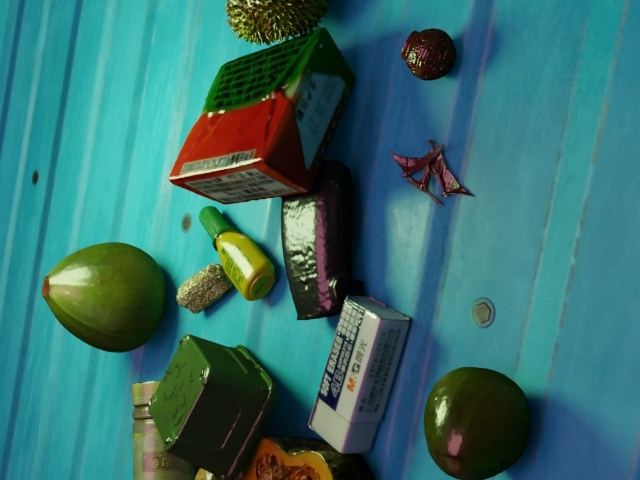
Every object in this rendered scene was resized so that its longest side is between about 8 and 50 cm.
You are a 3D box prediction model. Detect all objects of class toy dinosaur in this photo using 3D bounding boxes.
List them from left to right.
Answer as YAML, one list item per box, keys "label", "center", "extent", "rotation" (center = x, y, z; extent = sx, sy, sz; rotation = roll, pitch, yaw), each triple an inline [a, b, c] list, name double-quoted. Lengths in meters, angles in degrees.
- label: "toy dinosaur"
  center: [0.210, -0.135, 1.652]
  extent: [0.220, 0.032, 0.108]
  rotation: [33, 107, 43]

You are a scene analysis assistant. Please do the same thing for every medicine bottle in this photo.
- label: "medicine bottle"
  center: [-0.388, 0.512, 2.145]
  extent: [0.151, 0.151, 0.322]
  rotation: [-15, 74, 46]
- label: "medicine bottle"
  center: [-0.209, 0.018, 2.065]
  extent: [0.111, 0.076, 0.309]
  rotation: [-57, 48, 18]

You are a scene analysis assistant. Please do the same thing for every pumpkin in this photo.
- label: "pumpkin"
  center: [-0.027, 0.521, 1.752]
  extent: [0.317, 0.139, 0.221]
  rotation: [2, 84, 47]

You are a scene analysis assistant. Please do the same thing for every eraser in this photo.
- label: "eraser"
  center: [0.074, 0.263, 1.710]
  extent: [0.130, 0.086, 0.287]
  rotation: [29, 106, 48]

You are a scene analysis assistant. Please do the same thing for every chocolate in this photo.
- label: "chocolate"
  center: [-0.122, -0.251, 1.864]
  extent: [0.360, 0.161, 0.341]
  rotation: [-5, 56, 48]

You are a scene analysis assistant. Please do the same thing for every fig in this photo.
- label: "fig"
  center: [-0.576, 0.145, 2.281]
  extent: [0.316, 0.316, 0.316]
  rotation: [-8, 79, 47]
- label: "fig"
  center: [0.254, 0.311, 1.445]
  extent: [0.181, 0.191, 0.181]
  rotation: [16, 125, 24]

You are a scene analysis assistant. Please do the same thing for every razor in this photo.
- label: "razor"
  center: [-0.003, 0.001, 1.816]
  extent: [0.189, 0.107, 0.327]
  rotation: [-17, 73, 47]

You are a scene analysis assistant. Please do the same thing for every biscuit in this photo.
- label: "biscuit"
  center: [-0.285, 0.117, 2.140]
  extent: [0.168, 0.082, 0.070]
  rotation: [-36, 34, 40]

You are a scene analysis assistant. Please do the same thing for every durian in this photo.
- label: "durian"
  center: [-0.084, -0.559, 1.888]
  extent: [0.291, 0.225, 0.291]
  rotation: [-13, 75, 60]

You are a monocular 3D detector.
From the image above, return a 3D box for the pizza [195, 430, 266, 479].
- label: "pizza"
  center: [-0.226, 0.514, 2.024]
  extent: [0.297, 0.071, 0.189]
  rotation: [-46, 54, 35]

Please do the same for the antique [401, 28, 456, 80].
- label: "antique"
  center: [0.209, -0.350, 1.633]
  extent: [0.104, 0.104, 0.104]
  rotation: [-8, 79, 47]

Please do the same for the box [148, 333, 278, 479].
- label: "box"
  center: [-0.248, 0.353, 1.907]
  extent: [0.252, 0.178, 0.329]
  rotation: [-62, 24, -1]
